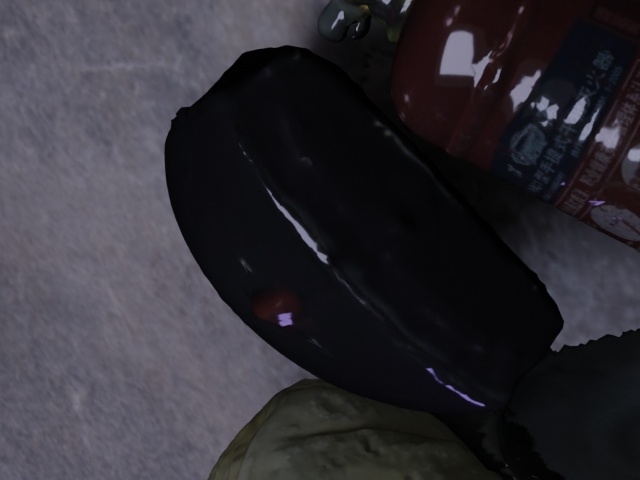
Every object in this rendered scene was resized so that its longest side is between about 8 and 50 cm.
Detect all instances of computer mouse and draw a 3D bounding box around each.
[{"bbox_3d":[0.000,0.000,0.774,0.170,0.100,0.269,44,178,-7],"label":"computer mouse"}]

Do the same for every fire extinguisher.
[{"bbox_3d":[0.121,-0.064,0.641,0.344,0.102,0.138,28,137,2],"label":"fire extinguisher"}]

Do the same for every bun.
[{"bbox_3d":[0.043,0.190,0.921,0.244,0.153,0.244,53,160,29],"label":"bun"}]

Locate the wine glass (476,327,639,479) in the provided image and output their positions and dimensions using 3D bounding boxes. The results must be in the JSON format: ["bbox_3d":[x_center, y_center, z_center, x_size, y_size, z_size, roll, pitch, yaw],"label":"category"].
[{"bbox_3d":[0.179,0.213,0.785,0.190,0.190,0.357,13,121,38],"label":"wine glass"}]
